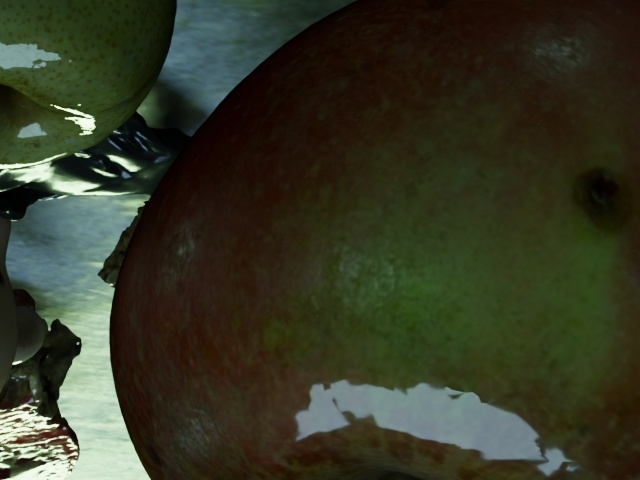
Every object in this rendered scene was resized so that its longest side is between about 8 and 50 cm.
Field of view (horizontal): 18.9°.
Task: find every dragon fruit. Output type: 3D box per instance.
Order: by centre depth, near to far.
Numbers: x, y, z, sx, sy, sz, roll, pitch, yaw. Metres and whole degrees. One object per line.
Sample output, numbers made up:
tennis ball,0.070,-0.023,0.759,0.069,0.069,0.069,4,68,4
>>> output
dragon fruit,-0.267,0.105,1.443,0.211,0.134,0.262,-23,153,35

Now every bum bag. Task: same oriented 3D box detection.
bum bag,-0.207,-0.089,1.050,0.142,0.080,0.326,-20,139,38

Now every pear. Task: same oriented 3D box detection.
pear,-0.148,-0.111,0.904,0.167,0.137,0.167,0,147,0

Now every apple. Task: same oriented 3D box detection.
apple,0.080,0.030,0.916,0.348,0.277,0.348,10,147,7

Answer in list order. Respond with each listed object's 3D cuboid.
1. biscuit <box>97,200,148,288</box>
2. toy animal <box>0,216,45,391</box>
biscuit,-0.057,0.048,1.174,0.199,0.064,0.034,37,-170,33
toy animal,-0.313,0.030,1.202,0.221,0.210,0.229,-5,116,18
